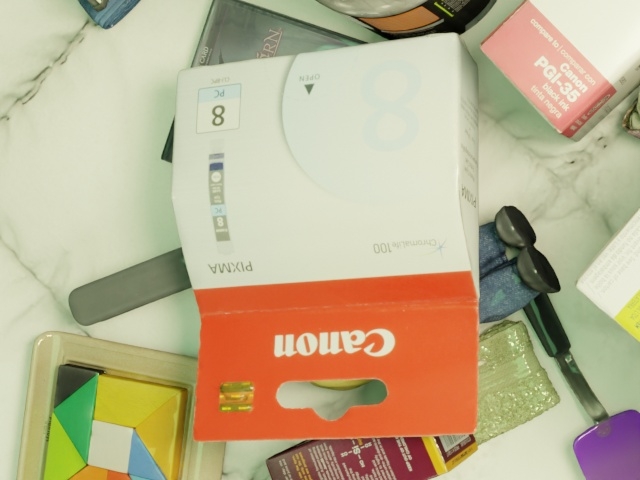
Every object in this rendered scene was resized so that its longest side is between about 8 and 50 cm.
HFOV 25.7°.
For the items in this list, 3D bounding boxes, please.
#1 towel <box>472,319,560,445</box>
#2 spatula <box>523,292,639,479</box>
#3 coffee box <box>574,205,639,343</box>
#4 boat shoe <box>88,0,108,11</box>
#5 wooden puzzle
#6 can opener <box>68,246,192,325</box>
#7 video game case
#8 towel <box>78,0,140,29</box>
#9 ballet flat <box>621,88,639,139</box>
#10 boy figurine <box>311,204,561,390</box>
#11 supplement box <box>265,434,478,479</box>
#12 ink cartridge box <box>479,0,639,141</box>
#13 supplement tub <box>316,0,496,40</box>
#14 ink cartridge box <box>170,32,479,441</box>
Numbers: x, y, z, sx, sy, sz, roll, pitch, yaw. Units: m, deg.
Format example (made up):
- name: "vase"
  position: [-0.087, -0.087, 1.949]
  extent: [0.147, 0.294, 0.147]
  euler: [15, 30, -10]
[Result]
- name: "towel"
  position: [0.167, 0.158, 1.475]
  extent: [0.148, 0.027, 0.110]
  euler: [-27, 85, 14]
- name: "spatula"
  position: [0.260, 0.136, 1.444]
  extent: [0.084, 0.030, 0.296]
  euler: [-27, 80, -5]
- name: "coffee box"
  position: [0.465, 0.019, 1.230]
  extent: [0.334, 0.337, 0.338]
  euler: [42, 100, 11]
- name: "boat shoe"
  position: [-0.316, -0.334, 1.534]
  extent: [0.233, 0.084, 0.079]
  euler: [32, 99, 9]
- name: "wooden puzzle"
  position: [-0.226, 0.227, 1.575]
  extent: [0.238, 0.044, 0.221]
  euler: [9, 93, 15]
- name: "can opener"
  position: [-0.140, 0.044, 1.531]
  extent: [0.280, 0.074, 0.093]
  euler: [-16, 88, 15]
- name: "video game case"
  position: [-0.020, -0.135, 1.521]
  extent: [0.274, 0.026, 0.196]
  euler: [21, 96, 13]
- name: "towel"
  position: [-0.256, -0.299, 1.578]
  extent: [0.067, 0.029, 0.119]
  euler: [-42, 82, 12]
- name: "ballet flat"
  position: [0.357, -0.160, 1.332]
  extent: [0.079, 0.221, 0.077]
  euler: [0, 60, -23]
- name: "boy figurine"
  position: [0.098, 0.065, 1.451]
  extent: [0.285, 0.092, 0.177]
  euler: [-28, 74, 20]
- name: "supplement box"
  position: [0.053, 0.222, 1.453]
  extent: [0.188, 0.104, 0.081]
  euler: [-25, 84, 24]
- name: "ink cartridge box"
  position: [0.302, -0.234, 1.335]
  extent: [0.283, 0.207, 0.117]
  euler: [-44, 80, 12]
- name: "supplement tub"
  position: [0.070, -0.298, 1.341]
  extent: [0.193, 0.316, 0.194]
  euler: [0, 91, 15]
- name: "ink cartridge box"
  position: [0.000, 0.000, 1.395]
  extent: [0.308, 0.091, 0.385]
  euler: [-4, 73, 21]
